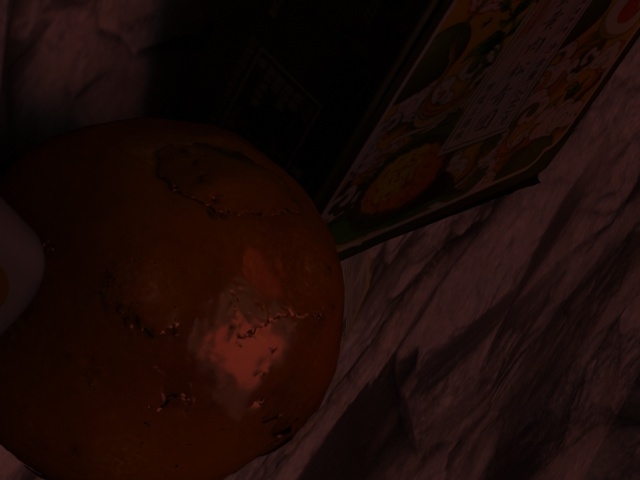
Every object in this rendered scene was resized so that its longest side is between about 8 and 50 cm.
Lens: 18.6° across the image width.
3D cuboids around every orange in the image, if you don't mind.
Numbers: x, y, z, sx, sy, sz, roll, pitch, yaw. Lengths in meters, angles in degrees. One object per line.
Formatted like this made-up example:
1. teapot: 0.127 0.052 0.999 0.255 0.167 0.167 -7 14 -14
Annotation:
1. orange: -0.106 0.041 1.199 0.246 0.246 0.246 -46 150 -38

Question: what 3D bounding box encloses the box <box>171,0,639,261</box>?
1. box: 0.107 -0.181 1.358 0.373 0.138 0.420 -21 152 -47

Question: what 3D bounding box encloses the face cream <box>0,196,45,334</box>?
1. face cream: -0.258 -0.025 0.983 0.144 0.071 0.291 -33 141 1

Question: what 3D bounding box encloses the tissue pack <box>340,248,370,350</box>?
1. tissue pack: 0.000 0.000 1.582 0.176 0.062 0.095 91 17 -44
